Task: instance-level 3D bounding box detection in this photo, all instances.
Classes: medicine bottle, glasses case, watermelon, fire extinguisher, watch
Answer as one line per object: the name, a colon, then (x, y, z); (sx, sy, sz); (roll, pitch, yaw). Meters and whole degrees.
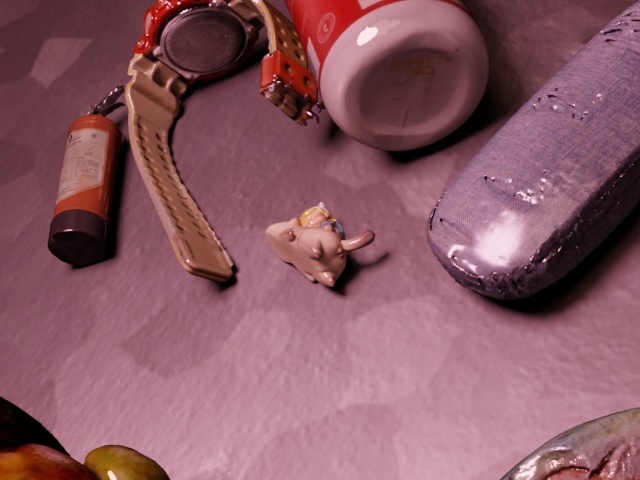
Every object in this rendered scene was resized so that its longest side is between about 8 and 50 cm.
medicine bottle: (0.041, -0.191, 1.030); (0.131, 0.131, 0.250); (-25, 45, 8)
glasses case: (0.190, -0.070, 0.891); (0.282, 0.067, 0.109); (-43, 43, -13)
watermelon: (0.153, 0.162, 0.715); (0.187, 0.071, 0.139); (-37, 49, -5)
fire extinguisher: (-0.196, -0.061, 1.107); (0.062, 0.050, 0.177); (-29, 42, 31)
watch: (-0.078, -0.103, 1.049); (0.165, 0.102, 0.268); (-43, 44, 16)

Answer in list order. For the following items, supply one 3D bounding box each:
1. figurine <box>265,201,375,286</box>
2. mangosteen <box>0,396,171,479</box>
figurine: (0.000, 0.000, 0.957); (0.051, 0.047, 0.083); (-33, 35, -21)
mangosteen: (-0.218, 0.223, 0.735); (0.297, 0.313, 0.297); (-19, 68, 57)
